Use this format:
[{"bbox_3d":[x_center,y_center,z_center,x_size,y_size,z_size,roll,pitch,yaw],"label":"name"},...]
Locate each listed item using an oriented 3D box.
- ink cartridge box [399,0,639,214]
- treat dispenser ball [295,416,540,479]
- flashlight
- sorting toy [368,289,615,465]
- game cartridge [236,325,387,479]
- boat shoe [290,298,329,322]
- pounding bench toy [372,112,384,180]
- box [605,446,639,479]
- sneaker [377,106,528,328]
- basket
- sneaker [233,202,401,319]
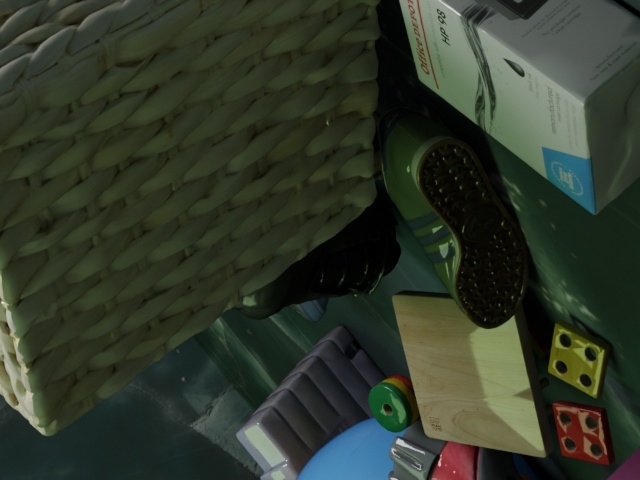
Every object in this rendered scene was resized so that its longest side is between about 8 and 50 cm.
[{"bbox_3d":[0.101,-0.107,0.805,0.180,0.060,0.104,42,166,32],"label":"ink cartridge box"},{"bbox_3d":[0.098,0.316,1.505,0.288,0.288,0.288,47,167,14],"label":"treat dispenser ball"},{"bbox_3d":[0.205,0.243,1.293,0.304,0.103,0.103,27,-166,28],"label":"flashlight"},{"bbox_3d":[0.140,0.101,1.208,0.274,0.046,0.132,2,112,48],"label":"sorting toy"},{"bbox_3d":[0.070,0.297,1.734,0.355,0.230,0.068,52,133,-5],"label":"game cartridge"},{"bbox_3d":[-0.035,-0.017,1.473,0.118,0.103,0.320,39,168,29],"label":"boat shoe"},{"bbox_3d":[0.026,-0.059,1.189,0.052,0.065,0.083,44,166,26],"label":"pounding bench toy"},{"bbox_3d":[0.317,0.254,0.980,0.213,0.117,0.243,35,160,47],"label":"box"},{"bbox_3d":[0.093,-0.023,1.088,0.086,0.064,0.192,48,169,46],"label":"sneaker"},{"bbox_3d":[-0.160,-0.110,0.975,0.266,0.331,0.328,41,151,29],"label":"basket"},{"bbox_3d":[0.000,0.000,1.217,0.130,0.109,0.286,28,-158,2],"label":"sneaker"}]
